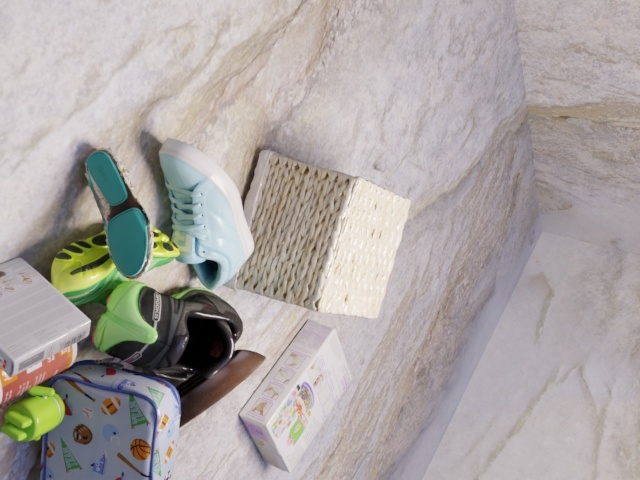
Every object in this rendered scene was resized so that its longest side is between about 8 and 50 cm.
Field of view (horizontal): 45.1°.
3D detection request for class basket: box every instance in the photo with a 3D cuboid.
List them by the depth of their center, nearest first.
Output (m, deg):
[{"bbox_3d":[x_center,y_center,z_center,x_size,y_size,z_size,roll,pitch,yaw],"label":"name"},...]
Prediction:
[{"bbox_3d":[0.000,0.000,1.782,0.328,0.267,0.331,15,93,-60],"label":"basket"}]

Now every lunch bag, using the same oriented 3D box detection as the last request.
[{"bbox_3d":[-0.383,0.362,1.375,0.115,0.243,0.303,-37,137,-73],"label":"lunch bag"}]

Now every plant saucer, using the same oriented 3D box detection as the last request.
[{"bbox_3d":[-0.251,0.308,1.561,0.311,0.311,0.050,-35,93,-46],"label":"plant saucer"}]

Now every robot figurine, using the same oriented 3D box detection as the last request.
[{"bbox_3d":[-0.469,0.288,1.266,0.115,0.067,0.101,-23,135,-68],"label":"robot figurine"}]

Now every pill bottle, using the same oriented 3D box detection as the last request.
[{"bbox_3d":[-0.502,0.190,1.203,0.216,0.121,0.121,-31,129,-49],"label":"pill bottle"}]

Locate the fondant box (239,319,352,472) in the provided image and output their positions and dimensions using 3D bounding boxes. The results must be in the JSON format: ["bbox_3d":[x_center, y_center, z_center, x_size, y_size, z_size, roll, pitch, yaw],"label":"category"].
[{"bbox_3d":[-0.056,0.410,2.045,0.330,0.096,0.238,-53,143,-32],"label":"fondant box"}]

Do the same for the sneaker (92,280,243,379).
[{"bbox_3d":[-0.250,0.195,1.477,0.185,0.202,0.483,-64,165,2],"label":"sneaker"}]

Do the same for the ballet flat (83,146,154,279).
[{"bbox_3d":[-0.332,-0.047,1.317,0.077,0.091,0.240,37,34,-78],"label":"ballet flat"}]

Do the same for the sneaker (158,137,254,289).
[{"bbox_3d":[-0.236,-0.033,1.512,0.150,0.135,0.365,-60,146,-30],"label":"sneaker"}]

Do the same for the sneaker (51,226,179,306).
[{"bbox_3d":[-0.375,0.044,1.384,0.296,0.109,0.123,-24,151,-57],"label":"sneaker"}]

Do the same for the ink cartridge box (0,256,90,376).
[{"bbox_3d":[-0.470,0.113,1.186,0.145,0.179,0.045,-30,149,-49],"label":"ink cartridge box"}]

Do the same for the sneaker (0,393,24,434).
[{"bbox_3d":[-0.538,0.287,1.259,0.134,0.051,0.070,-36,136,-54],"label":"sneaker"}]
